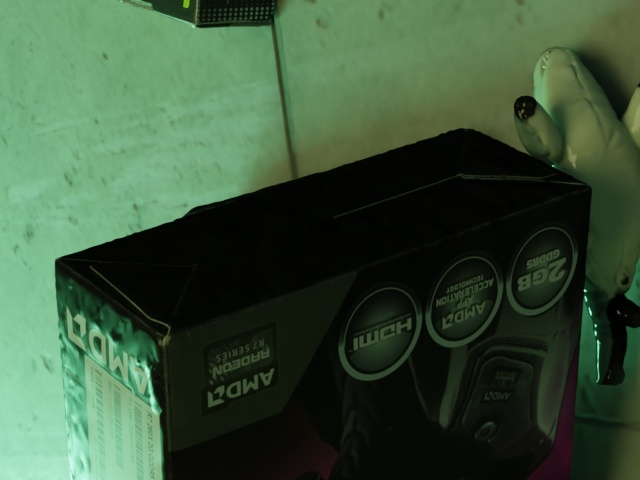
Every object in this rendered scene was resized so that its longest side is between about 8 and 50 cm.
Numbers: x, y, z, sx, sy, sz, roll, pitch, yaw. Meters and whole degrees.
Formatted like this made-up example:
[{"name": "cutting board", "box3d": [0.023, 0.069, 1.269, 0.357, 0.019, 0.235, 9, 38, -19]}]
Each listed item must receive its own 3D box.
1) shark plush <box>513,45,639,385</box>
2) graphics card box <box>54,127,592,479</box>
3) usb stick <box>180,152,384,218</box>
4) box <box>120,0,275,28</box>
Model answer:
[{"name": "shark plush", "box3d": [0.136, -0.015, 0.865, 0.067, 0.073, 0.161, -173, 62, -76]}, {"name": "graphics card box", "box3d": [0.006, 0.152, 0.845, 0.094, 0.233, 0.371, 31, 129, 47]}, {"name": "usb stick", "box3d": [0.000, 0.000, 1.026, 0.278, 0.045, 0.077, -13, 85, 52]}, {"name": "box", "box3d": [-0.103, -0.281, 1.099, 0.216, 0.060, 0.270, 23, 114, 48]}]
